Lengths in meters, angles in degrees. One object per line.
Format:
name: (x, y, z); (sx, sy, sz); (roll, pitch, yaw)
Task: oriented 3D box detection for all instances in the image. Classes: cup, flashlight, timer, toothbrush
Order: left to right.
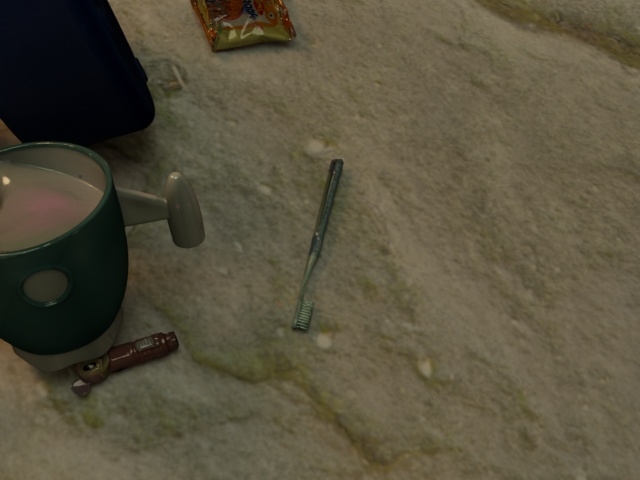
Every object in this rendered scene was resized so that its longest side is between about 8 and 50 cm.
timer: (-0.395, -0.166, 0.821); (0.383, 0.270, 0.270); (-26, 66, -3)
cup: (-0.253, 0.023, 0.733); (0.300, 0.173, 0.167); (-17, 42, -15)
flashlight: (-0.194, 0.113, 0.782); (0.110, 0.031, 0.052); (-17, 64, -15)
toothbrush: (0.000, 0.000, 0.878); (0.019, 0.016, 0.219); (13, 60, -1)

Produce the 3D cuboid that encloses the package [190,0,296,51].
package: (-0.100, -0.291, 1.022); (0.121, 0.031, 0.108); (-11, 63, -13)
